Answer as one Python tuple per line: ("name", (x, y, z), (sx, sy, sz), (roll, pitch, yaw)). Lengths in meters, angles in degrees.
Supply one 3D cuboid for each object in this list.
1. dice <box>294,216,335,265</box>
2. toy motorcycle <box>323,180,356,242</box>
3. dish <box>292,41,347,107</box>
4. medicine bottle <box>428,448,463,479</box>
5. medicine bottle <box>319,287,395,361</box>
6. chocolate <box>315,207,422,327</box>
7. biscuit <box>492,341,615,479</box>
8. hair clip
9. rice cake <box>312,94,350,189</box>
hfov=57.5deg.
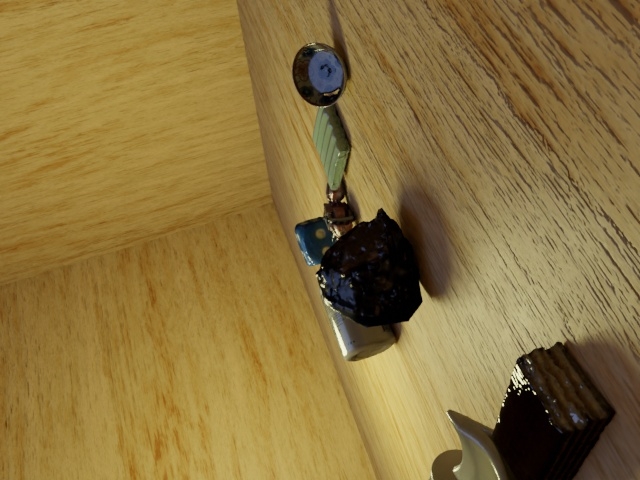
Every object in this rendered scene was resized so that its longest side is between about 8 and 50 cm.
("dice", (0.000, 0.000, 1.915), (0.146, 0.143, 0.146), (-154, 47, -79))
("toy motorcycle", (0.051, -0.086, 1.638), (0.118, 0.084, 0.213), (119, 145, -81))
("dish", (0.014, -0.377, 1.311), (0.141, 0.078, 0.141), (17, 122, 30))
("medicine bottle", (0.282, 0.542, 1.189), (0.147, 0.147, 0.247), (-119, 14, -54))
("medicine bottle", (0.091, 0.181, 1.647), (0.157, 0.156, 0.289), (91, 160, -66))
("chocolate", (0.101, 0.029, 1.170), (0.224, 0.206, 0.177), (-108, 17, -44))
("biscuit", (0.290, 0.239, 0.757), (0.252, 0.070, 0.106), (81, 167, -48))
("hair clip", (0.307, 0.411, 0.928), (0.282, 0.113, 0.173), (-111, 8, -60))
("rice cake", (0.025, -0.253, 1.536), (0.198, 0.037, 0.190), (117, 137, -71))
